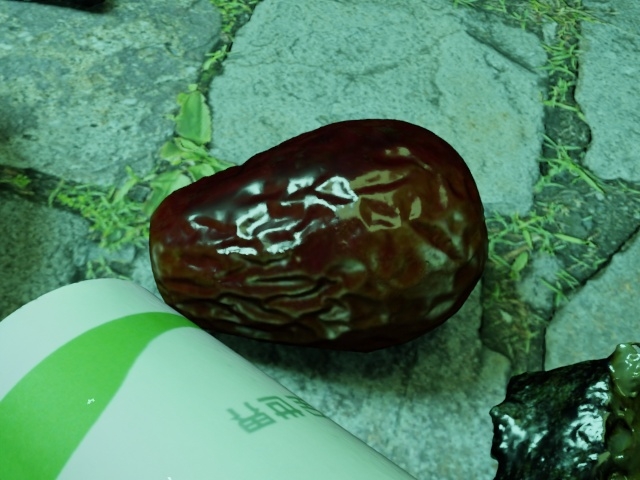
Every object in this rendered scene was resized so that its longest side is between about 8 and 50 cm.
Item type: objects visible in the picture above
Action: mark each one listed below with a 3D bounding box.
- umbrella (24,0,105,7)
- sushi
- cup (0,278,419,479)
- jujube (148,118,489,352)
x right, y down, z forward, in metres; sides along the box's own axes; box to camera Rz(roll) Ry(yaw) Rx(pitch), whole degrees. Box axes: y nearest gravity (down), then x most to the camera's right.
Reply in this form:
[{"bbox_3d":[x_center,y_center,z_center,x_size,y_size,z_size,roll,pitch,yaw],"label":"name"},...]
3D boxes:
[{"bbox_3d":[-0.310,-0.270,1.117,0.188,0.046,0.050,6,55,1],"label":"umbrella"},{"bbox_3d":[0.178,0.187,0.725,0.115,0.147,0.212,-8,43,31],"label":"sushi"},{"bbox_3d":[-0.084,0.168,0.641,0.253,0.253,0.274,-31,54,-32],"label":"cup"},{"bbox_3d":[0.000,0.000,0.859,0.255,0.190,0.190,-11,49,3],"label":"jujube"}]
